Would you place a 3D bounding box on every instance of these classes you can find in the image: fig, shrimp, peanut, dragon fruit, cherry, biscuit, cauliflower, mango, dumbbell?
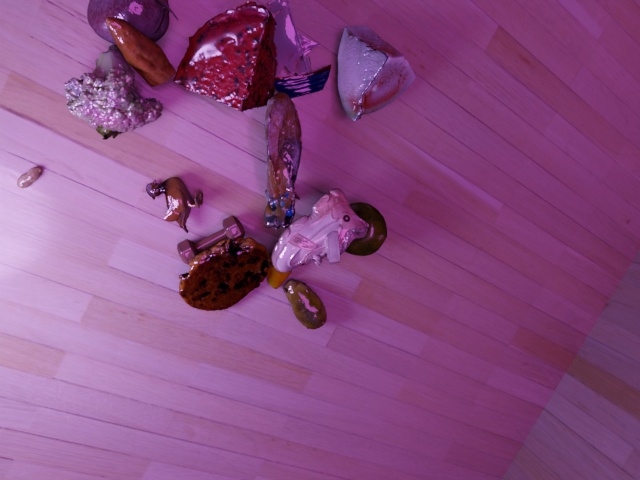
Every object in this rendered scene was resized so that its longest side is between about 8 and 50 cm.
[{"bbox_3d":[0.169,-0.039,1.674,0.235,0.203,0.203,7,106,-61],"label":"fig"},{"bbox_3d":[-0.127,-0.259,1.450,0.109,0.221,0.446,3,93,17],"label":"shrimp"},{"bbox_3d":[-0.871,-0.188,1.326,0.083,0.037,0.037,-40,113,-9],"label":"peanut"},{"bbox_3d":[-0.214,-0.521,1.300,0.302,0.240,0.330,-5,146,-46],"label":"dragon fruit"},{"bbox_3d":[-0.521,-0.645,1.227,0.266,0.213,0.184,-11,146,8],"label":"cherry"},{"bbox_3d":[-0.331,0.112,1.532,0.334,0.081,0.289,-34,140,-2],"label":"biscuit"},{"bbox_3d":[-0.599,-0.445,1.278,0.256,0.239,0.315,-3,89,9],"label":"cauliflower"},{"bbox_3d":[-0.148,0.096,1.637,0.101,0.066,0.188,17,105,-21],"label":"mango"},{"bbox_3d":[-0.373,-0.001,1.520,0.230,0.082,0.092,-29,113,-9],"label":"dumbbell"}]

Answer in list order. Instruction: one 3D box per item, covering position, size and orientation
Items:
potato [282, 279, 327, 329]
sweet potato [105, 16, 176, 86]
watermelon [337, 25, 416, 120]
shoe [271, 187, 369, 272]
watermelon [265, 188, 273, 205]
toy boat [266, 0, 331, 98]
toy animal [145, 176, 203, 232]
[{"bbox_3d":[-0.057,0.244,1.691,0.117,0.090,0.225,-34,106,0],"label":"potato"},{"bbox_3d":[-0.478,-0.503,1.192,0.097,0.252,0.097,-4,74,13],"label":"sweet potato"},{"bbox_3d":[0.209,-0.559,1.492,0.289,0.213,0.320,3,92,-21],"label":"watermelon"},{"bbox_3d":[-0.001,0.000,1.501,0.198,0.172,0.351,44,90,13],"label":"shoe"},{"bbox_3d":[-0.156,-0.158,1.572,0.084,0.072,0.092,5,64,-9],"label":"watermelon"},{"bbox_3d":[-0.107,-0.611,1.453,0.219,0.072,0.318,-42,110,-7],"label":"toy boat"},{"bbox_3d":[-0.482,-0.116,1.458,0.179,0.089,0.188,2,105,-2],"label":"toy animal"}]
